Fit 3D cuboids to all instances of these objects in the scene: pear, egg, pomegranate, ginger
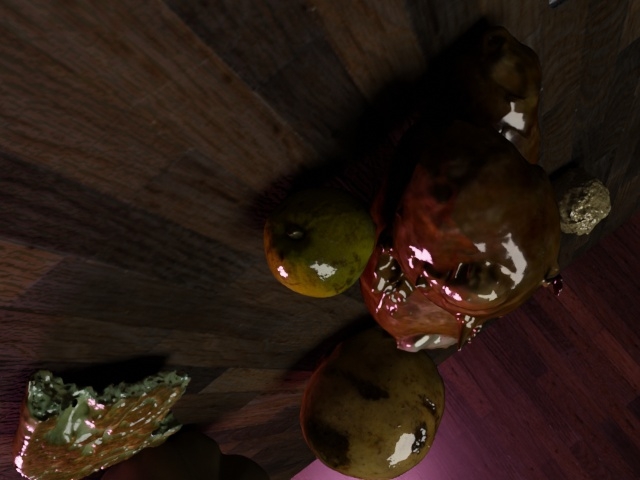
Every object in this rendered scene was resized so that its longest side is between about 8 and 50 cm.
[{"bbox_3d":[0.000,0.000,0.645,0.107,0.107,0.131,-40,167,9],"label":"pear"},{"bbox_3d":[0.468,-0.071,1.247,0.140,0.116,0.118,-18,126,-51],"label":"egg"},{"bbox_3d":[0.095,0.304,1.256,0.281,0.281,0.281,-32,160,-13],"label":"pomegranate"},{"bbox_3d":[0.130,0.017,0.704,0.176,0.254,0.418,11,145,1],"label":"ginger"}]

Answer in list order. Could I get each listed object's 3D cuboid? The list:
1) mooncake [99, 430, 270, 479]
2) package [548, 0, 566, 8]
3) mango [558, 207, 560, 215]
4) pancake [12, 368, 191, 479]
[{"bbox_3d":[-0.182,0.469,1.024,0.201,0.378,0.378,-45,159,7],"label":"mooncake"},{"bbox_3d":[0.233,-0.286,0.471,0.194,0.071,0.269,-38,173,10],"label":"package"},{"bbox_3d":[0.236,-0.043,0.917,0.248,0.151,0.156,12,86,-49],"label":"mango"},{"bbox_3d":[-0.240,0.200,0.778,0.197,0.054,0.376,-31,161,-12],"label":"pancake"}]
